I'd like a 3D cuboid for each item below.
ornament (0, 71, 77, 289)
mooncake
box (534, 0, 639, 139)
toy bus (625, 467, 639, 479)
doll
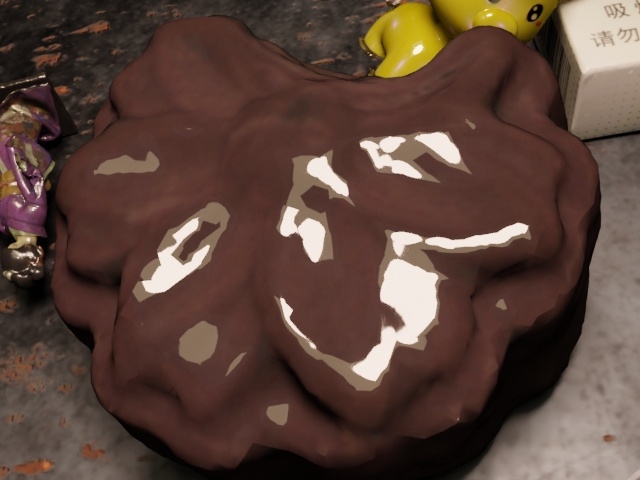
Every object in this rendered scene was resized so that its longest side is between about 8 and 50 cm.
[{"bbox_3d":[-0.273,-0.045,0.717,0.081,0.088,0.203,-10,57,4],"label":"ornament"},{"bbox_3d":[0.000,0.000,0.577,0.381,0.212,0.351,-1,62,11],"label":"mooncake"},{"bbox_3d":[0.296,-0.256,0.762,0.210,0.095,0.330,-9,54,3],"label":"box"},{"bbox_3d":[0.209,0.167,0.458,0.301,0.139,0.113,-33,59,-15],"label":"toy bus"},{"bbox_3d":[0.132,-0.204,0.671,0.143,0.221,0.135,21,40,-23],"label":"doll"}]
